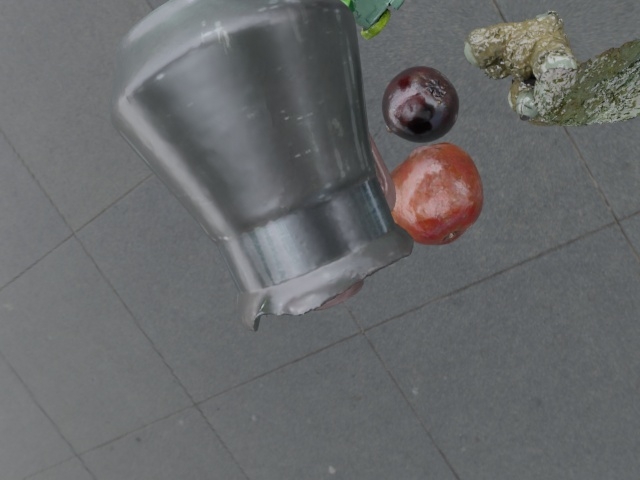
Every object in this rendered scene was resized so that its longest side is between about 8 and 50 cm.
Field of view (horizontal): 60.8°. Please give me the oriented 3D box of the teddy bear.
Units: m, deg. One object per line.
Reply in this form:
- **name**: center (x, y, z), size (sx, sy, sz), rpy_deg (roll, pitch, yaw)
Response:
- **teddy bear**: center (0.447, -0.338, 1.131), size (0.267, 0.156, 0.256), rpy_deg (39, 167, 43)

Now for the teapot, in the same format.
- **teapot**: center (-0.038, -0.102, 0.688), size (0.306, 0.376, 0.361), rpy_deg (-18, 98, 36)

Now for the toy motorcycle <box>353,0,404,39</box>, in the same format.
- **toy motorcycle**: center (0.117, -0.713, 1.502), size (0.191, 0.326, 0.200), rpy_deg (36, 115, -24)

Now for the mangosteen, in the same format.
- **mangosteen**: center (0.285, -0.390, 1.656), size (0.235, 0.235, 0.261), rpy_deg (47, 150, -1)

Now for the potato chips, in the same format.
- **potato chips**: center (0.390, -0.218, 0.754), size (0.026, 0.209, 0.142), rpy_deg (23, 103, -33)

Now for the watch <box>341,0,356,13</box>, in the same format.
- **watch**: center (-0.004, -0.372, 0.866), size (0.131, 0.151, 0.165), rpy_deg (23, 139, -13)

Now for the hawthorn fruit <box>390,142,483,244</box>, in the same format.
- **hawthorn fruit**: center (0.297, -0.125, 1.463), size (0.285, 0.284, 0.284), rpy_deg (7, 112, 18)
